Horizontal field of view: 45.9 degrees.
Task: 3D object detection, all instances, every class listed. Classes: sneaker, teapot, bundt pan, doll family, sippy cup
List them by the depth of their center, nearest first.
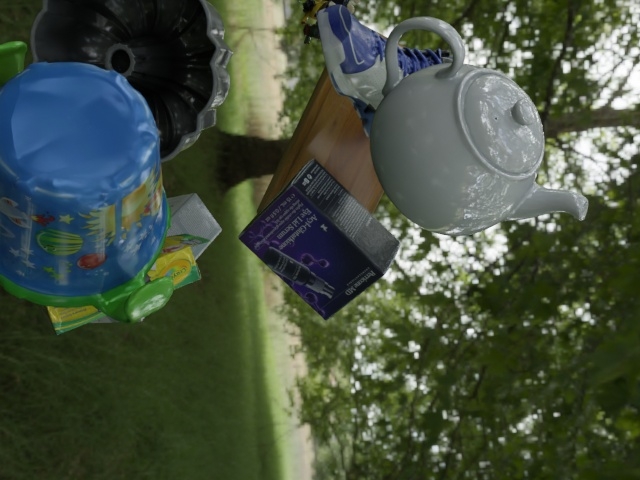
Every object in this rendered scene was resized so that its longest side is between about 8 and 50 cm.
[{"bbox_3d":[-0.272,-0.069,0.831,0.240,0.305,0.224,-69,-172,-28],"label":"sippy cup"},{"bbox_3d":[0.200,-0.139,0.998,0.187,0.256,0.253,-29,-119,53],"label":"teapot"},{"bbox_3d":[-0.279,-0.277,1.177,0.124,0.330,0.331,-27,115,-68],"label":"bundt pan"},{"bbox_3d":[0.125,-0.270,1.203,0.315,0.182,0.127,47,29,-54],"label":"sneaker"},{"bbox_3d":[0.016,-0.502,1.584,0.076,0.193,0.111,46,-9,-35],"label":"doll family"}]

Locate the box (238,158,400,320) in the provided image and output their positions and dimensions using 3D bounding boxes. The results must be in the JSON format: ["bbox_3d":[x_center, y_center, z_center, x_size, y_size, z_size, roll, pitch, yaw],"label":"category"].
[{"bbox_3d":[0.000,0.000,1.228,0.153,0.207,0.108,-43,-173,34],"label":"box"}]

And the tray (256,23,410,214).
[{"bbox_3d":[0.056,-0.191,1.469,0.411,0.203,0.076,-64,-165,11],"label":"tray"}]

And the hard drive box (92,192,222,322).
[{"bbox_3d":[-0.312,0.030,1.307,0.232,0.181,0.089,-52,121,-35],"label":"hard drive box"}]

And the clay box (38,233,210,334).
[{"bbox_3d":[-0.257,0.050,1.000,0.127,0.222,0.053,13,-60,62],"label":"clay box"}]
